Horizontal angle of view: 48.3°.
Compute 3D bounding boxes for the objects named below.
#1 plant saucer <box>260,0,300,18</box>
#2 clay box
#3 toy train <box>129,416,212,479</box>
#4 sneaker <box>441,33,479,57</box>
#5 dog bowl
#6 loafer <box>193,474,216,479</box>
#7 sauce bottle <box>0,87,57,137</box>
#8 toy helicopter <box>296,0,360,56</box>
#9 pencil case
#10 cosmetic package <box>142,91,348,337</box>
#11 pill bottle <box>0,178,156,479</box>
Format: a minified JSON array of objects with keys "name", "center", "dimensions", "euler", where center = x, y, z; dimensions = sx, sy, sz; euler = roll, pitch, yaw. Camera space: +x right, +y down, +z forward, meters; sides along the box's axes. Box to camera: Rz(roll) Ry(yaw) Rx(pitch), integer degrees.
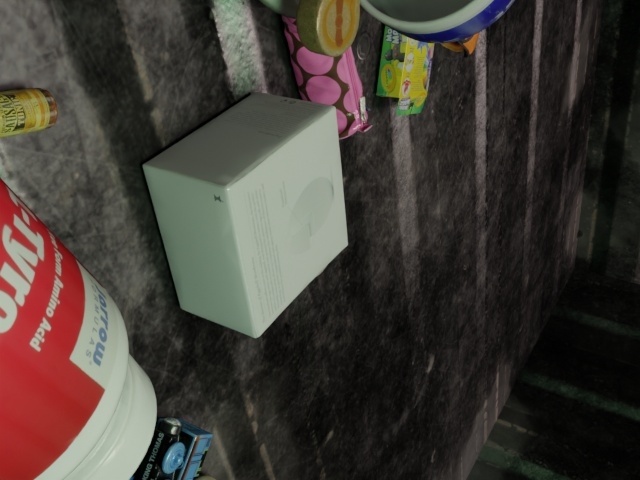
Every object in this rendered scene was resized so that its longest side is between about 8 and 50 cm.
[{"name":"plant saucer","center":[-0.035,-0.470,0.837],"dimensions":[0.400,0.101,0.400],"euler":[-34,132,-48]},{"name":"clay box","center":[0.157,-0.339,1.277],"dimensions":[0.127,0.053,0.221],"euler":[-20,122,-57]},{"name":"toy train","center":[-0.215,0.324,0.949],"dimensions":[0.105,0.080,0.184],"euler":[33,76,-66]},{"name":"sneaker","center":[0.282,-0.466,1.386],"dimensions":[0.321,0.125,0.180],"euler":[-48,163,-56]},{"name":"dog bowl","center":[0.170,-0.428,1.041],"dimensions":[0.104,0.265,0.264],"euler":[0,104,-62]},{"name":"loafer","center":[-0.188,0.489,1.057],"dimensions":[0.102,0.092,0.268],"euler":[12,93,-61]},{"name":"sauce bottle","center":[-0.296,-0.108,0.631],"dimensions":[0.128,0.042,0.042],"euler":[-31,130,-52]},{"name":"toy helicopter","center":[0.049,-0.382,0.792],"dimensions":[0.235,0.140,0.354],"euler":[21,89,-59]},{"name":"pencil case","center":[0.013,-0.248,1.030],"dimensions":[0.095,0.098,0.209],"euler":[-43,139,-21]},{"name":"cosmetic package","center":[-0.085,-0.039,0.926],"dimensions":[0.224,0.138,0.224],"euler":[-45,140,-43]},{"name":"pill bottle","center":[-0.292,0.068,0.535],"dimensions":[0.229,0.229,0.407],"euler":[-59,147,-25]}]
